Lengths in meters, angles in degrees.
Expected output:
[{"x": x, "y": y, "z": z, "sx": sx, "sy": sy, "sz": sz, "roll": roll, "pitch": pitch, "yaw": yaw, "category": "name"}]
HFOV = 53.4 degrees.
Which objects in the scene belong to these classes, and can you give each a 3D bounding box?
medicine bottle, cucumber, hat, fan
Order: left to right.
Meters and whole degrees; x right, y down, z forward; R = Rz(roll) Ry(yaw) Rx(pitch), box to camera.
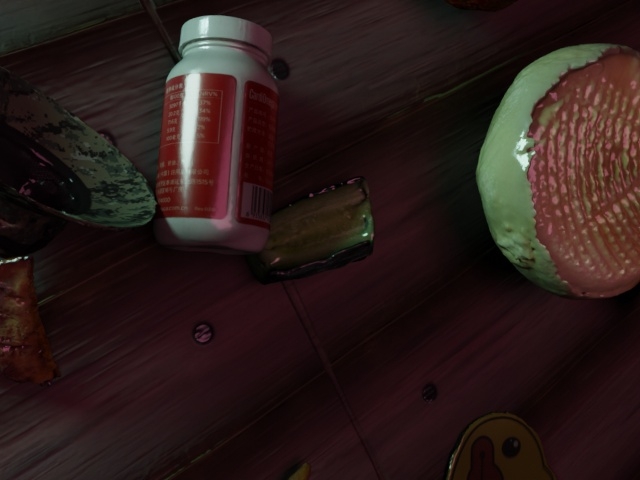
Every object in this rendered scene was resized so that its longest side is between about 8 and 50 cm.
[{"x": -0.297, "y": -0.057, "z": 0.605, "sx": 0.265, "sy": 0.265, "sz": 0.128, "roll": 39, "pitch": 106, "yaw": -21, "category": "hat"}, {"x": -0.115, "y": -0.112, "z": 0.720, "sx": 0.131, "sy": 0.131, "sz": 0.250, "roll": 7, "pitch": 82, "yaw": -28, "category": "medicine bottle"}, {"x": 0.000, "y": 0.000, "z": 0.806, "sx": 0.193, "sy": 0.086, "sz": 0.115, "roll": -19, "pitch": 52, "yaw": -27, "category": "cucumber"}, {"x": 0.234, "y": 0.374, "z": 0.945, "sx": 0.335, "sy": 0.011, "sz": 0.229, "roll": 4, "pitch": 85, "yaw": -30, "category": "fan"}]

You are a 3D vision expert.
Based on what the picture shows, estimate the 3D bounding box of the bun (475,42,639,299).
[{"x": 0.360, "y": -0.098, "z": 0.936, "sx": 0.364, "sy": 0.202, "sz": 0.364, "roll": -3, "pitch": 97, "yaw": -29, "category": "bun"}]

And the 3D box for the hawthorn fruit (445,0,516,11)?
[{"x": 0.212, "y": -0.443, "z": 0.881, "sx": 0.253, "sy": 0.205, "sz": 0.205, "roll": 38, "pitch": 70, "yaw": -16, "category": "hawthorn fruit"}]

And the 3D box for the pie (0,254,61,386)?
[{"x": -0.310, "y": 0.086, "z": 0.625, "sx": 0.092, "sy": 0.034, "sz": 0.170, "roll": -3, "pitch": 124, "yaw": -5, "category": "pie"}]

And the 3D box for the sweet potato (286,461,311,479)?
[{"x": -0.061, "y": 0.373, "z": 0.764, "sx": 0.065, "sy": 0.051, "sz": 0.218, "roll": 25, "pitch": 75, "yaw": -21, "category": "sweet potato"}]
